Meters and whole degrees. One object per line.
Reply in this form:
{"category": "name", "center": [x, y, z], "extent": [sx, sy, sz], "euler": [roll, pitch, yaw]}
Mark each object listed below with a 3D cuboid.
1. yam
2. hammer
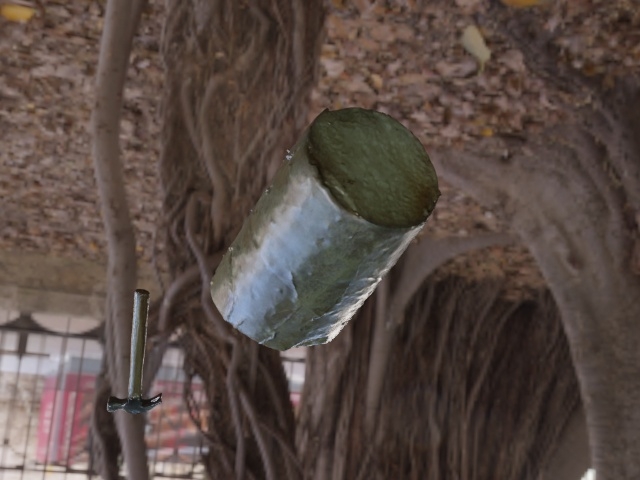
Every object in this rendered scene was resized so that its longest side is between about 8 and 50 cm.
{"category": "yam", "center": [0.000, 0.000, 0.959], "extent": [0.161, 0.161, 0.268], "euler": [11, 135, -27]}
{"category": "hammer", "center": [-0.203, 0.129, 1.025], "extent": [0.062, 0.017, 0.182], "euler": [7, 125, -9]}
